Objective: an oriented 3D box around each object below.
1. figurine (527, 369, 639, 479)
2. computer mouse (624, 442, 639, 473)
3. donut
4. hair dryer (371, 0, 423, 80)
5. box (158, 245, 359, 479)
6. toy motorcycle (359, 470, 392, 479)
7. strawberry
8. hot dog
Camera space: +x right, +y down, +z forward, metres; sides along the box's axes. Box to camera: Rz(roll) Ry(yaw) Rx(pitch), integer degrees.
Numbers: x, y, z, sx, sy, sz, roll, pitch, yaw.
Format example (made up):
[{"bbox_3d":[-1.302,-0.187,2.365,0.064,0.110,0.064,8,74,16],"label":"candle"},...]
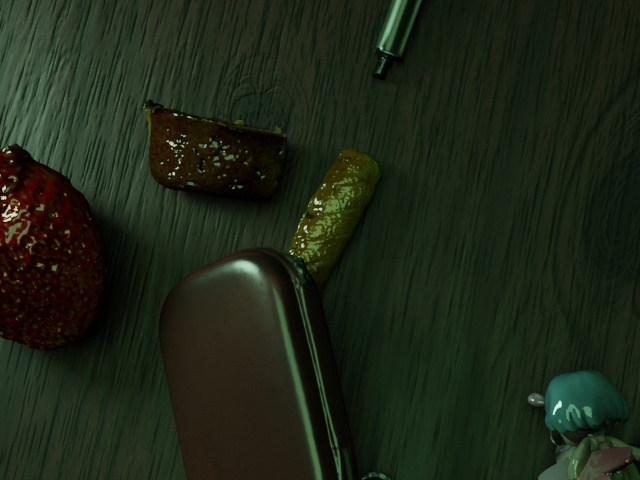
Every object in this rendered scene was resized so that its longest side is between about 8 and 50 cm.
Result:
[{"bbox_3d":[0.380,0.260,1.481,0.205,0.103,0.260,-13,38,-7],"label":"figurine"},{"bbox_3d":[0.364,0.360,1.523,0.379,0.090,0.167,-33,77,-3],"label":"computer mouse"},{"bbox_3d":[-0.157,-0.125,1.671,0.186,0.144,0.126,4,99,-18],"label":"donut"},{"bbox_3d":[0.083,-0.414,1.695,0.320,0.156,0.284,29,72,4],"label":"hair dryer"},{"bbox_3d":[-0.084,0.214,1.556,0.263,0.108,0.404,-22,73,34],"label":"box"},{"bbox_3d":[0.056,0.408,1.550,0.114,0.076,0.205,30,73,12],"label":"toy motorcycle"},{"bbox_3d":[-0.416,0.022,1.622,0.238,0.250,0.288,-27,101,-6],"label":"strawberry"},{"bbox_3d":[0.002,0.001,1.659,0.087,0.061,0.286,22,83,0],"label":"hot dog"}]
